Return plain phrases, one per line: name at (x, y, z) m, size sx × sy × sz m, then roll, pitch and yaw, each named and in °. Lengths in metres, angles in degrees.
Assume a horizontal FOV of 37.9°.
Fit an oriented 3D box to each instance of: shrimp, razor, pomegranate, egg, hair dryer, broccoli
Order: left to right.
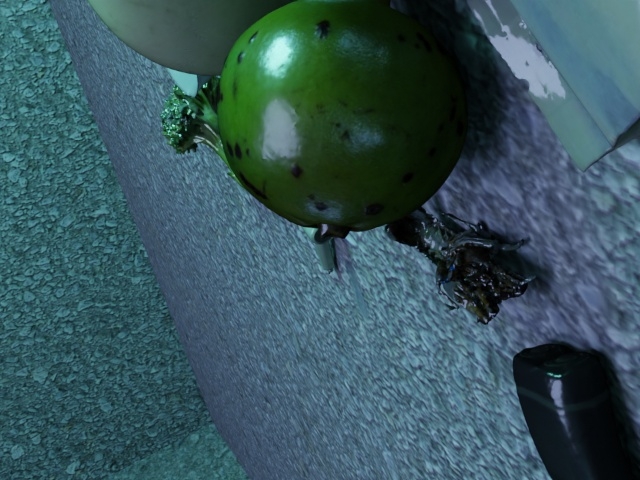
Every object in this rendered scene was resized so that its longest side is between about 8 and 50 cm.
egg at (-0.115, -0.273, 0.792) m, size 0.219 × 0.219 × 0.269 m, roll 23°, pitch 131°, yaw 66°
broccoli at (-0.137, -0.133, 1.280) m, size 0.204 × 0.118 × 0.122 m, roll 47°, pitch 138°, yaw 13°
hair dryer at (0.000, 0.000, 1.164) m, size 0.063 × 0.038 × 0.124 m, roll 53°, pitch 167°, yaw 39°
pomegranate at (0.018, -0.124, 0.707) m, size 0.202 × 0.202 × 0.248 m, roll -168°, pitch 85°, yaw -69°
shrimp at (0.124, 0.013, 0.780) m, size 0.082 × 0.076 × 0.174 m, roll -64°, pitch 32°, yaw 14°
razor at (0.201, 0.155, 0.729) m, size 0.148 × 0.054 × 0.090 m, roll 68°, pitch 167°, yaw -10°

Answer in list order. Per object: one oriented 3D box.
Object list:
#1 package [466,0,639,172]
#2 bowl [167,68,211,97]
package at (0.142, -0.172, 0.445) m, size 0.204 × 0.062 × 0.251 m, roll 62°, pitch 156°, yaw 12°
bowl at (-0.156, -0.278, 1.138) m, size 0.189 × 0.086 × 0.189 m, roll 56°, pitch 163°, yaw 27°
